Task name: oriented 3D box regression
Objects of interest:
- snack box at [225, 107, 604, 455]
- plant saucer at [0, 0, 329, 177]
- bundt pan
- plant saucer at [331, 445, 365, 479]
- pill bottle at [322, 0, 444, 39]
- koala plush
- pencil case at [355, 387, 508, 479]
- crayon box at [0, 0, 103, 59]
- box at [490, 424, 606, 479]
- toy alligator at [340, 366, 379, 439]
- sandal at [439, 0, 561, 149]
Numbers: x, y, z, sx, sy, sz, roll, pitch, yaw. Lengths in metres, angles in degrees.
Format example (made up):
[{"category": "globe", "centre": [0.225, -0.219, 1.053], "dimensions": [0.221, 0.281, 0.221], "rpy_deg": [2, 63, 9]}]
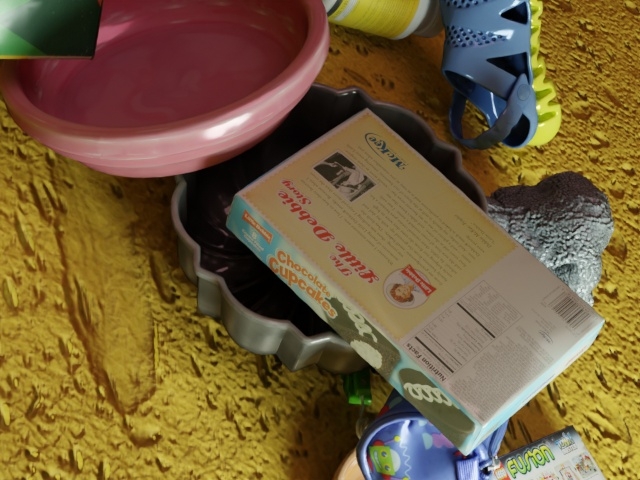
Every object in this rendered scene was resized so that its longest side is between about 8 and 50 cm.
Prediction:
[{"category": "snack box", "centre": [0.087, 0.030, 1.451], "dimensions": [0.322, 0.060, 0.187], "rpy_deg": [44, 55, 17]}, {"category": "plant saucer", "centre": [-0.152, -0.169, 1.545], "dimensions": [0.332, 0.084, 0.332], "rpy_deg": [-6, 39, 5]}, {"category": "bundt pan", "centre": [0.000, 0.000, 1.566], "dimensions": [0.331, 0.124, 0.331], "rpy_deg": [8, 53, -10]}, {"category": "plant saucer", "centre": [0.088, 0.290, 1.523], "dimensions": [0.200, 0.037, 0.200], "rpy_deg": [20, 49, -25]}, {"category": "pill bottle", "centre": [0.070, -0.308, 1.910], "dimensions": [0.184, 0.103, 0.103], "rpy_deg": [11, 53, -31]}, {"category": "koala plush", "centre": [0.194, 0.000, 1.730], "dimensions": [0.221, 0.203, 0.196], "rpy_deg": [11, 52, -17]}, {"category": "pencil case", "centre": [0.137, 0.165, 1.538], "dimensions": [0.133, 0.119, 0.306], "rpy_deg": [8, 23, 16]}, {"category": "crayon box", "centre": [-0.392, -0.239, 1.448], "dimensions": [0.318, 0.081, 0.202], "rpy_deg": [-6, 29, -41]}, {"category": "box", "centre": [0.239, 0.270, 1.626], "dimensions": [0.207, 0.036, 0.114], "rpy_deg": [-9, 64, -54]}, {"category": "toy alligator", "centre": [0.037, 0.136, 1.589], "dimensions": [0.056, 0.051, 0.189], "rpy_deg": [4, 54, -11]}, {"category": "sandal", "centre": [0.200, -0.238, 1.883], "dimensions": [0.138, 0.126, 0.317], "rpy_deg": [-34, 115, -32]}]
